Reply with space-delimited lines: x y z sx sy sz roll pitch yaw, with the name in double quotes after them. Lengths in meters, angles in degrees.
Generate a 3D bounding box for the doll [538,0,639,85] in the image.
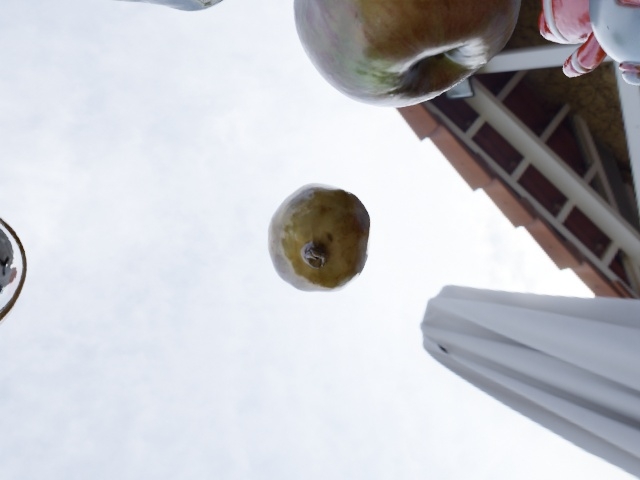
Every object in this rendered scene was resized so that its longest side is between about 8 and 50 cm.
0.318 -0.264 0.619 0.105 0.336 0.200 -1 -67 -1 "doll"

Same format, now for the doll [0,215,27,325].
-0.439 0.060 0.619 0.213 0.213 0.236 31 -119 -40 "doll"

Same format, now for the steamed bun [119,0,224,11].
-0.226 -0.380 0.515 0.383 0.236 0.247 9 -121 -13 "steamed bun"

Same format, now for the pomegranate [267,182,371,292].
0.000 0.000 0.969 0.196 0.196 0.196 -8 -77 -41 "pomegranate"

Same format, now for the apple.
0.144 -0.437 1.057 0.400 0.400 0.334 -13 -108 -40 "apple"
